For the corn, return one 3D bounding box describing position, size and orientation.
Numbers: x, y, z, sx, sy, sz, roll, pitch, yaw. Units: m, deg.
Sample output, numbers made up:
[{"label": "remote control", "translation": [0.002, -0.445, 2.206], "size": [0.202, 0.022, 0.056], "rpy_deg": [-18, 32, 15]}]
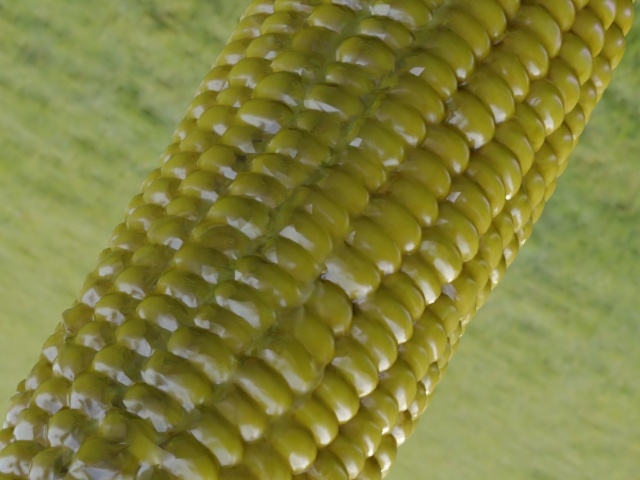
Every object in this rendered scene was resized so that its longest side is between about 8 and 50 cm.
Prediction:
[{"label": "corn", "translation": [0.000, 0.000, 0.656], "size": [0.144, 0.387, 0.144], "rpy_deg": [25, 158, 11]}]
